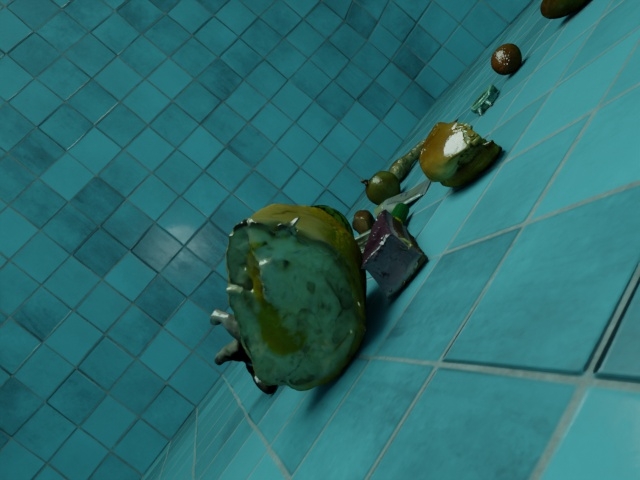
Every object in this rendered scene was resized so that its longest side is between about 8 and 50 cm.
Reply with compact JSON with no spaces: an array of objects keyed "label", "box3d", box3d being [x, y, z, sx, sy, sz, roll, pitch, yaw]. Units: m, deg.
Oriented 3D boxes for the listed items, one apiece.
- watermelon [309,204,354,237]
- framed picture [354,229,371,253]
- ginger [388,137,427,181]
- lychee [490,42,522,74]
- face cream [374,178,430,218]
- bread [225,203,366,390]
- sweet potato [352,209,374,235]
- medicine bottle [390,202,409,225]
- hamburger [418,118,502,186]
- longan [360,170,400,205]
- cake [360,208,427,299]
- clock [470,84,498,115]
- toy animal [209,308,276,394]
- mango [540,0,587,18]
[{"label":"watermelon","box3d":[0.000,0.000,1.927,0.285,0.285,0.285,-50,4,4]},{"label":"framed picture","box3d":[0.126,0.017,1.648,0.216,0.017,0.274,-26,9,10]},{"label":"ginger","box3d":[0.415,-0.380,2.247,0.294,0.086,0.131,-47,-19,-10]},{"label":"lychee","box3d":[0.653,-0.636,1.688,0.101,0.115,0.140,-20,30,8]},{"label":"face cream","box3d":[0.285,-0.139,1.634,0.224,0.070,0.114,-35,13,42]},{"label":"bread","box3d":[-0.020,0.079,1.060,0.249,0.362,0.394,-12,13,14]},{"label":"sweet potato","box3d":[0.179,-0.085,2.019,0.097,0.097,0.252,-50,5,14]},{"label":"medicine bottle","box3d":[0.209,-0.031,1.387,0.095,0.064,0.261,-48,4,40]},{"label":"hamburger","box3d":[0.320,-0.209,1.174,0.157,0.144,0.283,-50,6,10]},{"label":"longan","box3d":[0.247,-0.220,1.981,0.145,0.175,0.155,-78,9,-49]},{"label":"cake","box3d":[0.175,0.004,1.091,0.113,0.116,0.295,-45,9,24]},{"label":"clock","box3d":[0.567,-0.480,1.657,0.101,0.041,0.135,-47,6,38]},{"label":"toy animal","box3d":[-0.163,0.313,1.409,0.194,0.302,0.345,-47,-23,-36]},{"label":"mango","box3d":[0.768,-0.760,1.447,0.133,0.111,0.267,-35,-2,-16]}]
